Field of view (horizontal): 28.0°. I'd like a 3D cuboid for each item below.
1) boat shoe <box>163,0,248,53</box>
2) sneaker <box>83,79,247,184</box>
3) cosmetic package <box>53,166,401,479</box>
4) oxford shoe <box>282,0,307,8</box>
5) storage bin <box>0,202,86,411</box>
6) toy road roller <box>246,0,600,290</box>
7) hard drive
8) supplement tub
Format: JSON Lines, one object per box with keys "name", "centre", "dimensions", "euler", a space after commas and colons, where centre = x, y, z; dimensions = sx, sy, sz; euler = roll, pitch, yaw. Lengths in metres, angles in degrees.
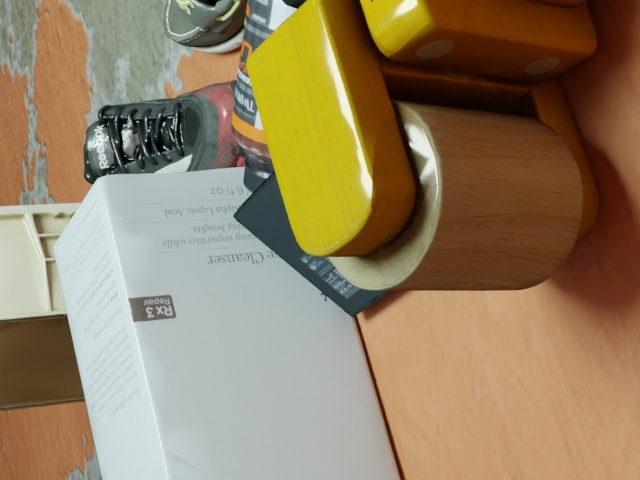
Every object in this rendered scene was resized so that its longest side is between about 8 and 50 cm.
{"name": "boat shoe", "centre": [-0.086, -0.254, 1.177], "dimensions": [0.305, 0.091, 0.109], "euler": [-25, 72, 58]}
{"name": "sneaker", "centre": [-0.156, -0.096, 1.280], "dimensions": [0.276, 0.135, 0.098], "euler": [-13, 81, 58]}
{"name": "cosmetic package", "centre": [-0.078, 0.140, 1.106], "dimensions": [0.156, 0.217, 0.385], "euler": [-46, 57, 53]}
{"name": "oxford shoe", "centre": [0.034, -0.164, 0.963], "dimensions": [0.212, 0.076, 0.076], "euler": [56, 164, -21]}
{"name": "storage bin", "centre": [-0.270, 0.074, 1.375], "dimensions": [0.262, 0.260, 0.123], "euler": [-49, 52, 51]}
{"name": "toy road roller", "centre": [0.093, -0.149, 0.792], "dimensions": [0.240, 0.202, 0.330], "euler": [-33, 65, 46]}
{"name": "hard drive", "centre": [0.000, 0.000, 1.055], "dimensions": [0.135, 0.022, 0.094], "euler": [40, 145, -7]}
{"name": "supplement tub", "centre": [-0.017, -0.133, 1.065], "dimensions": [0.106, 0.106, 0.198], "euler": [40, 128, 50]}
